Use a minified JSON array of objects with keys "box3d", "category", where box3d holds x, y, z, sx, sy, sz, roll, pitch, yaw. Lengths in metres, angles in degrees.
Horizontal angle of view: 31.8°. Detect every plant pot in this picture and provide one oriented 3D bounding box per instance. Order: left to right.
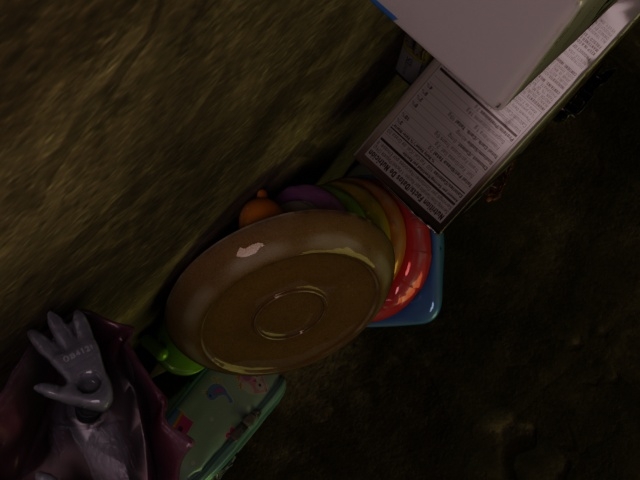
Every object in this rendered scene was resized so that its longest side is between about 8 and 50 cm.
[{"box3d":[-0.033,0.063,1.095,0.236,0.032,0.236,-15,141,-12],"category":"plant pot"}]

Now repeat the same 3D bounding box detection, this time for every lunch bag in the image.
[{"box3d":[-0.170,0.219,1.293,0.279,0.108,0.224,-30,-171,44],"category":"lunch bag"}]

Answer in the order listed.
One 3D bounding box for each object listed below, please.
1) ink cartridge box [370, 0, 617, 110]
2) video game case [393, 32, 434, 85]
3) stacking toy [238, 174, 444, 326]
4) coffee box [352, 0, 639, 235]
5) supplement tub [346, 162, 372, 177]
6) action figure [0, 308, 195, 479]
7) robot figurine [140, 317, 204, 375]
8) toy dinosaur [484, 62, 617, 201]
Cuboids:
[{"box3d":[0.105,-0.183,0.592,0.203,0.148,0.086,-43,171,-39],"category":"ink cartridge box"},{"box3d":[0.180,-0.280,1.037,0.275,0.035,0.248,-46,174,-9],"category":"video game case"},{"box3d":[0.000,0.000,1.168,0.166,0.175,0.302,-2,174,29],"category":"stacking toy"},{"box3d":[0.183,-0.161,1.087,0.297,0.119,0.168,-49,175,21],"category":"coffee box"},{"box3d":[0.136,-0.082,1.515,0.200,0.144,0.144,-42,173,-42],"category":"supplement tub"},{"box3d":[-0.177,0.227,0.878,0.248,0.276,0.370,-50,164,-40],"category":"action figure"},{"box3d":[-0.135,0.097,1.173,0.101,0.067,0.115,-8,152,-34],"category":"robot figurine"},{"box3d":[0.308,-0.211,1.634,0.218,0.164,0.322,128,-38,-74],"category":"toy dinosaur"}]
